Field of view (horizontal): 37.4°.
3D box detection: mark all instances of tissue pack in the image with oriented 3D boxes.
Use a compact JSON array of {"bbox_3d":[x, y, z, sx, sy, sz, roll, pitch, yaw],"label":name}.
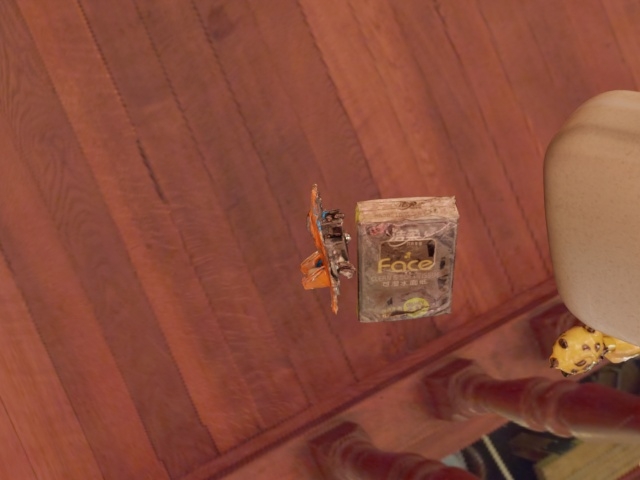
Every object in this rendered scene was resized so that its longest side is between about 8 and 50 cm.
[{"bbox_3d":[0.146,0.035,1.624,0.173,0.073,0.235,-3,131,-2],"label":"tissue pack"}]

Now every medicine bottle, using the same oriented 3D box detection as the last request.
[{"bbox_3d":[0.375,0.012,0.809,0.123,0.375,0.282,-41,133,-32],"label":"medicine bottle"}]

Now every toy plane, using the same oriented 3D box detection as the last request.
[{"bbox_3d":[0.012,-0.001,1.092,0.062,0.188,0.135,-2,50,-7],"label":"toy plane"}]

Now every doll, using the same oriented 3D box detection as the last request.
[{"bbox_3d":[0.523,0.191,1.755,0.291,0.086,0.117,-4,130,-42],"label":"doll"}]
